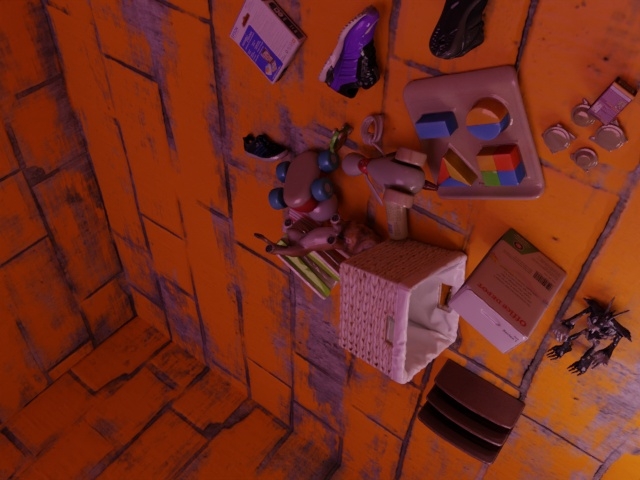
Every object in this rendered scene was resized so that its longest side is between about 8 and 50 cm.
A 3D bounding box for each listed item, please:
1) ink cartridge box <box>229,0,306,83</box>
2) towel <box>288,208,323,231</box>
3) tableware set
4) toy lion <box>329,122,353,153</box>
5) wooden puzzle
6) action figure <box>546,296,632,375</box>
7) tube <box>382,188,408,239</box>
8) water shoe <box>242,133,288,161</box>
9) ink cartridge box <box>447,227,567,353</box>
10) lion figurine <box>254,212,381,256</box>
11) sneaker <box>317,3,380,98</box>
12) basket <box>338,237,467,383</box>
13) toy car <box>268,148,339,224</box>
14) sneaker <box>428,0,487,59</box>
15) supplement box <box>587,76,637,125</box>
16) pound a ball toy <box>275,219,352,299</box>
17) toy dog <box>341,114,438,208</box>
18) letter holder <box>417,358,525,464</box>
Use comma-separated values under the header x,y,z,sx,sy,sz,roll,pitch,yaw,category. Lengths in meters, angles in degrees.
x,y,z,sx,sy,sz,roll,pitch,yaw,category
-0.162,-0.609,1.797,0.208,0.045,0.206,47,145,-2,ink cartridge box
-0.063,-0.044,2.256,0.144,0.029,0.197,34,140,17,towel
0.603,-0.236,1.380,0.141,0.020,0.169,44,143,4,tableware set
0.055,-0.303,1.824,0.034,0.100,0.096,37,125,11,toy lion
0.380,-0.252,1.545,0.322,0.080,0.348,4,126,44,wooden puzzle
0.728,0.271,1.636,0.164,0.140,0.276,43,148,26,action figure
0.232,-0.118,1.855,0.070,0.062,0.240,-11,119,1,tube
-0.199,-0.325,2.086,0.203,0.073,0.080,12,129,39,water shoe
0.502,0.132,1.614,0.201,0.278,0.117,42,144,9,ink cartridge box
0.000,0.000,2.004,0.391,0.142,0.240,1,169,21,lion figurine
0.110,-0.486,1.597,0.146,0.102,0.293,42,149,0,sneaker
0.244,0.195,1.849,0.266,0.331,0.329,19,120,36,basket
-0.008,-0.155,1.999,0.219,0.211,0.238,-9,146,35,toy car
0.335,-0.514,1.350,0.087,0.130,0.228,34,115,25,sneaker
0.619,-0.294,1.276,0.055,0.043,0.083,41,134,7,supplement box
0.014,0.055,2.175,0.319,0.136,0.208,43,114,-3,pound a ball toy
0.207,-0.191,1.698,0.220,0.160,0.334,-59,35,22,toy dog
0.517,0.602,2.104,0.301,0.214,0.152,29,141,24,letter holder
